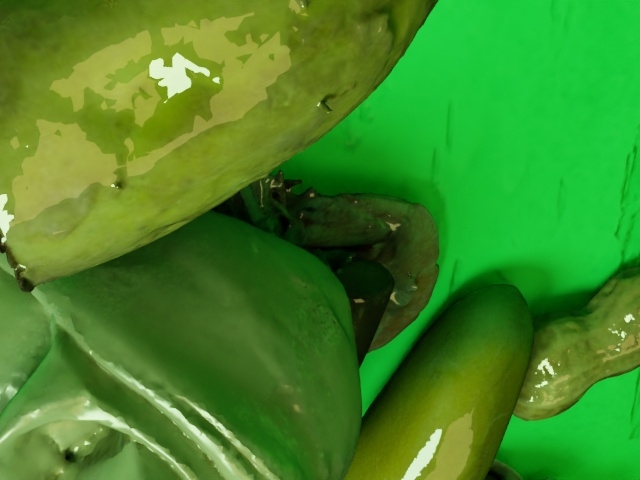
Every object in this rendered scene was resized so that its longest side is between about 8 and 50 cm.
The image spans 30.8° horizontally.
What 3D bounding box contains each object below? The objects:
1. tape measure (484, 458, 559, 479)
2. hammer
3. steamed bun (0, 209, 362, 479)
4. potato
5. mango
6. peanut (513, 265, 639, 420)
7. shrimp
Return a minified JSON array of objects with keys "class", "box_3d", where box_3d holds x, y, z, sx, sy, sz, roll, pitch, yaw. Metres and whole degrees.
[{"class":"tape measure","box_3d":[0.120,0.327,1.176,0.258,0.130,0.265,-43,127,17]},{"class":"hammer","box_3d":[-0.020,0.178,0.956,0.168,0.044,0.439,-38,155,-43]},{"class":"steamed bun","box_3d":[-0.145,0.129,0.739,0.324,0.219,0.309,24,116,-9]},{"class":"potato","box_3d":[-0.053,-0.120,0.604,0.266,0.229,0.229,-18,137,2]},{"class":"mango","box_3d":[0.104,0.153,0.982,0.114,0.156,0.251,36,113,5]},{"class":"peanut","box_3d":[0.233,0.087,1.017,0.193,0.089,0.089,-33,136,4]},{"class":"shrimp","box_3d":[0.000,0.000,0.854,0.164,0.062,0.317,-29,141,1]}]
